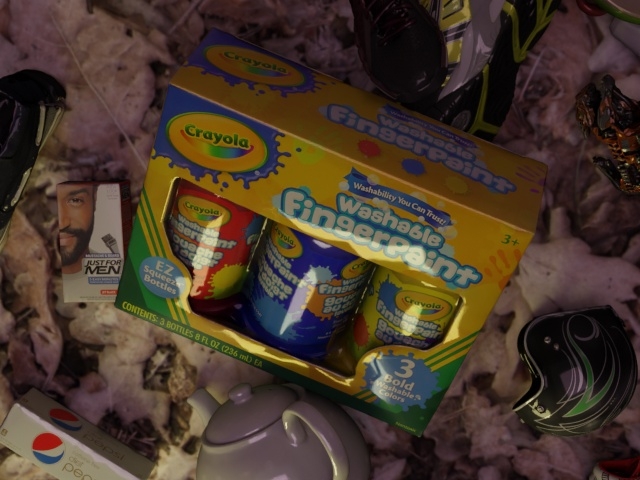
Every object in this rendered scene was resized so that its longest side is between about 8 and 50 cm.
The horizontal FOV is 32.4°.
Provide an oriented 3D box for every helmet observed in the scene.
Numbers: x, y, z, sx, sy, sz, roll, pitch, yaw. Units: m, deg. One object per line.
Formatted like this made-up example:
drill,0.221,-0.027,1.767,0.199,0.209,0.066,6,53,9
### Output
helmet,0.330,0.174,1.445,0.169,0.169,0.162,-10,82,7

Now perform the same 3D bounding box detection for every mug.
mug,0.411,-0.276,1.418,0.064,0.078,0.062,32,134,8

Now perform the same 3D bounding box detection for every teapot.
teapot,-0.065,0.273,1.453,0.256,0.252,0.187,-21,105,14

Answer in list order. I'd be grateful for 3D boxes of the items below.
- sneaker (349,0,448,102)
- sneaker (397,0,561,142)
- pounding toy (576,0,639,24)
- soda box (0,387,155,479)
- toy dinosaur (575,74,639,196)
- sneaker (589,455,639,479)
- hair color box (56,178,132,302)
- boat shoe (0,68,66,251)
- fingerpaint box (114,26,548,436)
sneaker,0.055,-0.303,1.328,0.106,0.162,0.281,-29,58,15
sneaker,0.174,-0.231,1.421,0.147,0.145,0.385,37,104,31
pounding toy,0.387,-0.360,1.375,0.182,0.110,0.237,6,75,-7
soda box,-0.351,0.302,1.579,0.216,0.074,0.069,31,102,0
toy dinosaur,0.476,-0.100,1.399,0.321,0.164,0.218,26,144,-20
sneaker,0.490,0.380,1.499,0.270,0.090,0.145,10,103,7
hair color box,-0.312,0.001,1.535,0.093,0.053,0.167,-1,98,7
boat shoe,-0.472,-0.076,1.483,0.127,0.158,0.341,28,101,1
fingerpaint box,0.000,0.000,1.373,0.444,0.163,0.371,23,128,1
